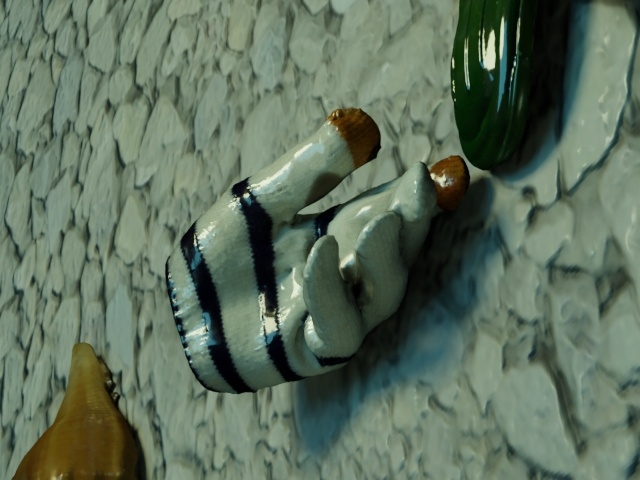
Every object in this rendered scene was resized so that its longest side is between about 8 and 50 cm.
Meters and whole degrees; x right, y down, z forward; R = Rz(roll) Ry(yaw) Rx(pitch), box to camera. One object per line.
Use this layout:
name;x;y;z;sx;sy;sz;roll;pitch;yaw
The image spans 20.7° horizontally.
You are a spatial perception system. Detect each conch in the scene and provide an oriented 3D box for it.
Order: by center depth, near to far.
conch;-0.207;0.185;1.416;0.109;0.093;0.330;-59;28;32

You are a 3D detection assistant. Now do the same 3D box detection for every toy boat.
toy boat;0.116;-0.144;1.123;0.104;0.052;0.210;134;148;-64

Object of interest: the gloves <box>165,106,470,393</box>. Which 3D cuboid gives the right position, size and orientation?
gloves;0.007;0.012;1.156;0.219;0.131;0.140;-22;41;15
